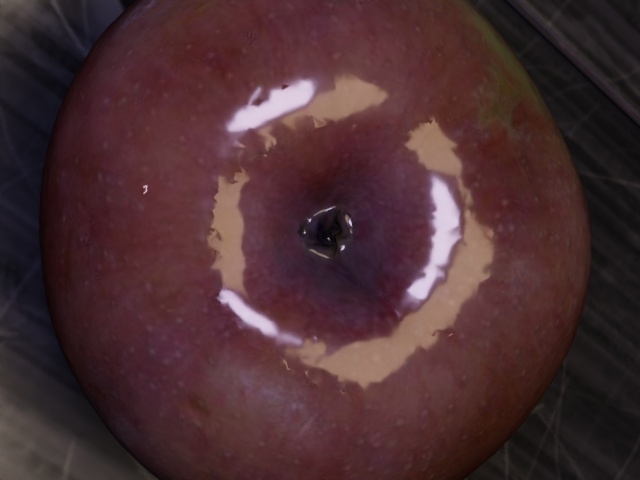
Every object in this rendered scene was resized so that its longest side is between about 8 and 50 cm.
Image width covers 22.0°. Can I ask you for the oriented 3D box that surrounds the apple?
[{"bbox_3d":[0.000,0.000,0.836,0.306,0.235,0.305,0,91,-11],"label":"apple"}]
